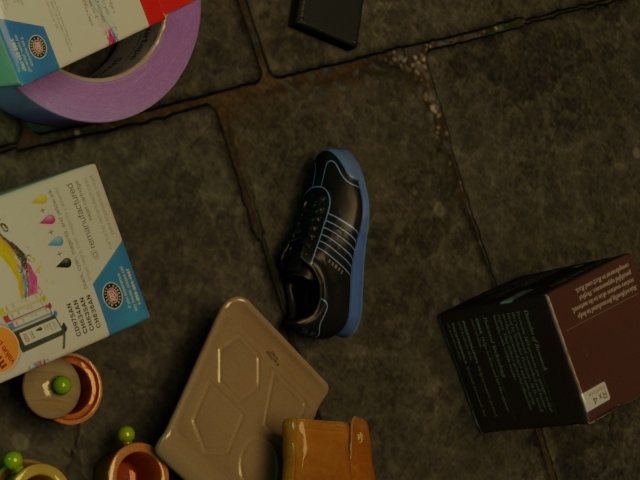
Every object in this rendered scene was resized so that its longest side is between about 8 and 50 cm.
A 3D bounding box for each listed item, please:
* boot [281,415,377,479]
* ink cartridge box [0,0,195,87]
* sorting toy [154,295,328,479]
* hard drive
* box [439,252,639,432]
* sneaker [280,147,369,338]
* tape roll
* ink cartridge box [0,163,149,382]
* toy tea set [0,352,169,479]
[{"bbox_3d":[0.054,0.315,1.740,0.295,0.104,0.211,28,57,-50],"label":"boot"},{"bbox_3d":[-0.249,-0.258,1.532,0.231,0.078,0.134,-32,110,-34],"label":"ink cartridge box"},{"bbox_3d":[-0.088,0.197,1.697,0.193,0.038,0.208,49,52,-33],"label":"sorting toy"},{"bbox_3d":[0.013,-0.315,1.905,0.094,0.022,0.135,19,70,-32],"label":"hard drive"},{"bbox_3d":[0.293,0.131,1.906,0.168,0.203,0.167,-21,93,-37],"label":"box"},{"bbox_3d":[0.000,0.000,1.797,0.090,0.081,0.232,6,78,-42],"label":"sneaker"},{"bbox_3d":[-0.265,-0.261,1.627,0.275,0.090,0.275,-1,92,-40],"label":"tape roll"},{"bbox_3d":[-0.327,0.046,1.494,0.232,0.168,0.171,-23,98,-38],"label":"ink cartridge box"},{"bbox_3d":[-0.215,0.274,1.561,0.200,0.124,0.336,-44,107,-33],"label":"toy tea set"}]
